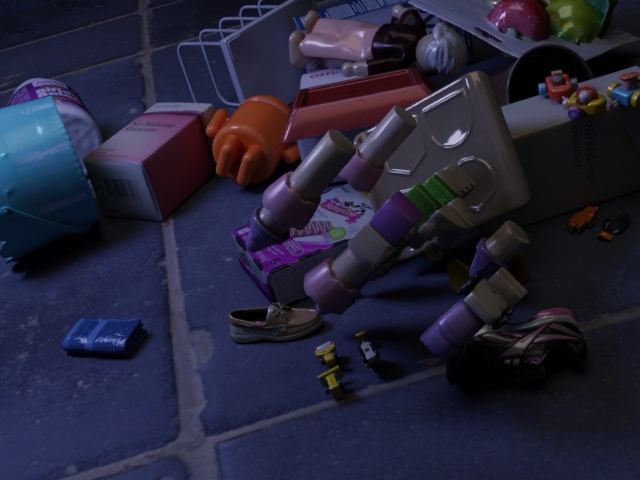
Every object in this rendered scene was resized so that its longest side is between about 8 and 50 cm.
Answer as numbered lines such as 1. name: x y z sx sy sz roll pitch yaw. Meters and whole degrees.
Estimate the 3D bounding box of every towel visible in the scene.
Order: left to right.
1. towel: -0.323 0.142 1.445 0.119 0.029 0.067 1 35 24

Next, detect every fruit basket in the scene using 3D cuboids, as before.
1. fruit basket: 0.388 -0.406 1.840 0.327 0.165 0.353 33 44 26

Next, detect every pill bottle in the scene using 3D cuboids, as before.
1. pill bottle: -0.568 -0.243 2.047 0.169 0.169 0.301 -23 32 -14

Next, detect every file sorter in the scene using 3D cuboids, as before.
1. file sorter: -0.139 -0.395 2.095 0.173 0.193 0.277 11 39 41

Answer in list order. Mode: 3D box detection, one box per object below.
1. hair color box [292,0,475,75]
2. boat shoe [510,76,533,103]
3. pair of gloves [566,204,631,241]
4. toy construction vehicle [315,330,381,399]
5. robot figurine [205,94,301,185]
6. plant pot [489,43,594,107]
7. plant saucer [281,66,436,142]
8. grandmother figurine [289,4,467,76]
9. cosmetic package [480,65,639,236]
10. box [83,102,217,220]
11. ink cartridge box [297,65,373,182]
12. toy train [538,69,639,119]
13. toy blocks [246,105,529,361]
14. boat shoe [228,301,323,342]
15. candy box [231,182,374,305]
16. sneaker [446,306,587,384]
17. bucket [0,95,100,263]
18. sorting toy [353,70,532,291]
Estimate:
1. hair color box: 0.134 -0.417 2.025 0.347 0.174 0.105 -16 32 -2
2. boat shoe: 0.317 -0.245 1.751 0.257 0.095 0.095 -16 7 -18
3. pair of gloves: 0.408 -0.027 1.428 0.083 0.010 0.074 17 42 40
4. toy construction vehicle: 0.037 0.161 1.263 0.085 0.035 0.098 -28 29 -1
5. robot figurine: -0.119 -0.188 1.808 0.158 0.128 0.219 -9 31 26
6. plant pot: 0.345 -0.228 1.620 0.167 0.167 0.165 -24 7 -16
7. plant saucer: 0.064 -0.229 1.586 0.258 0.048 0.259 -11 18 5
8. grandmother figurine: 0.117 -0.365 1.808 0.342 0.104 0.208 15 65 32
9. cosmetic package: 0.368 -0.136 1.481 0.309 0.160 0.113 -18 32 -3
10. box: -0.303 -0.152 1.825 0.148 0.127 0.232 5 36 31
11. ink cartridge box: 0.064 -0.224 1.795 0.198 0.115 0.273 -9 31 7
12. toy train: 0.403 -0.229 1.417 0.166 0.046 0.125 -6 35 12
13. toy blocks: 0.075 0.032 1.250 0.260 0.309 0.288 -48 -8 27
14. boat shoe: -0.065 0.112 1.368 0.135 0.045 0.050 -10 31 8
15. candy box: 0.000 0.000 1.498 0.233 0.071 0.159 -23 32 -16
16. sneaker: 0.238 0.140 1.175 0.178 0.072 0.077 -21 42 1
17. bucket: -0.518 -0.113 1.723 0.183 0.281 0.281 -21 31 -13
18. sorting toy: 0.185 -0.059 1.386 0.229 0.307 0.041 -25 -18 29
